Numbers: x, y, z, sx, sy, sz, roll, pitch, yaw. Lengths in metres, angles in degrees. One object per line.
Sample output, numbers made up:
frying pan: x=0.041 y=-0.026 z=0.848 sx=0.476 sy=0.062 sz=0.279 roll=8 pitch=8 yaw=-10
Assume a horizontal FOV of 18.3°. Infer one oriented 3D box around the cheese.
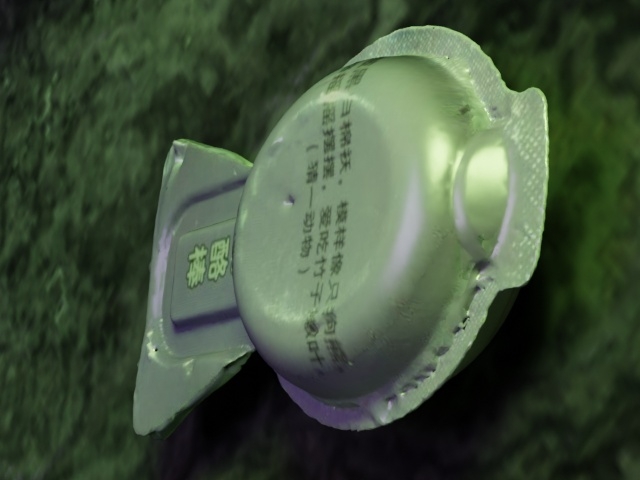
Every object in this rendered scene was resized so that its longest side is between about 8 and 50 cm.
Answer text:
cheese: x=0.000 y=0.000 z=0.533 sx=0.191 sy=0.042 sz=0.105 roll=-12 pitch=69 yaw=55
